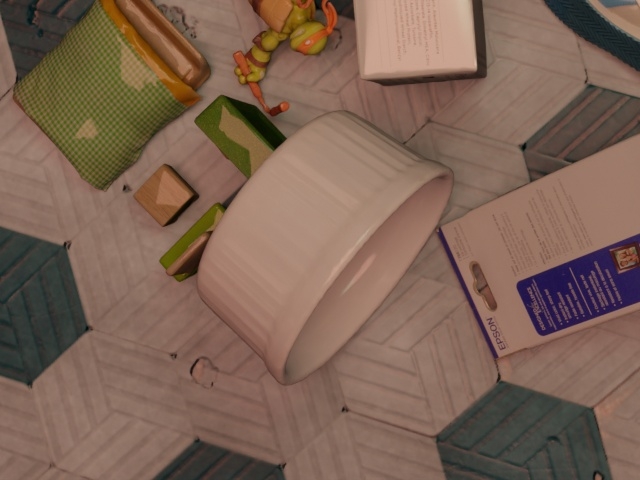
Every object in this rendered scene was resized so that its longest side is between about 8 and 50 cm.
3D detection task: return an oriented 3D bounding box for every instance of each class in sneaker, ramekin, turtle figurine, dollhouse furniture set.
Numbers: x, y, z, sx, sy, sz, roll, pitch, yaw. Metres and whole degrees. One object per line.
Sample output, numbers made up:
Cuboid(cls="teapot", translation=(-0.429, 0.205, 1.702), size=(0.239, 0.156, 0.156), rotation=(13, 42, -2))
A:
Cuboid(cls="sneaker", translation=(0.315, -0.251, 1.573), size=(0.229, 0.087, 0.092), rotation=(37, 78, 8))
Cuboid(cls="ramekin", translation=(0.000, 0.000, 1.546), size=(0.135, 0.277, 0.277), rotation=(39, 99, 13))
Cuboid(cls="turtle figurine", translation=(-0.050, -0.274, 1.593), size=(0.087, 0.269, 0.217), rotation=(-29, 72, -30))
Cuboid(cls="dollhouse furniture set", translation=(-0.194, -0.124, 1.626), size=(0.197, 0.151, 0.301), rotation=(-45, 85, 9))

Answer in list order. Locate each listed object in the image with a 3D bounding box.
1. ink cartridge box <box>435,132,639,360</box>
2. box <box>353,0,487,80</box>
Cuboid(cls="ink cartridge box", translation=(0.282, -0.001, 1.550), size=(0.333, 0.065, 0.165), rotation=(-24, 89, 42))
Cuboid(cls="box", translation=(0.102, -0.253, 1.552), size=(0.119, 0.181, 0.181), rotation=(-4, 93, 10))
